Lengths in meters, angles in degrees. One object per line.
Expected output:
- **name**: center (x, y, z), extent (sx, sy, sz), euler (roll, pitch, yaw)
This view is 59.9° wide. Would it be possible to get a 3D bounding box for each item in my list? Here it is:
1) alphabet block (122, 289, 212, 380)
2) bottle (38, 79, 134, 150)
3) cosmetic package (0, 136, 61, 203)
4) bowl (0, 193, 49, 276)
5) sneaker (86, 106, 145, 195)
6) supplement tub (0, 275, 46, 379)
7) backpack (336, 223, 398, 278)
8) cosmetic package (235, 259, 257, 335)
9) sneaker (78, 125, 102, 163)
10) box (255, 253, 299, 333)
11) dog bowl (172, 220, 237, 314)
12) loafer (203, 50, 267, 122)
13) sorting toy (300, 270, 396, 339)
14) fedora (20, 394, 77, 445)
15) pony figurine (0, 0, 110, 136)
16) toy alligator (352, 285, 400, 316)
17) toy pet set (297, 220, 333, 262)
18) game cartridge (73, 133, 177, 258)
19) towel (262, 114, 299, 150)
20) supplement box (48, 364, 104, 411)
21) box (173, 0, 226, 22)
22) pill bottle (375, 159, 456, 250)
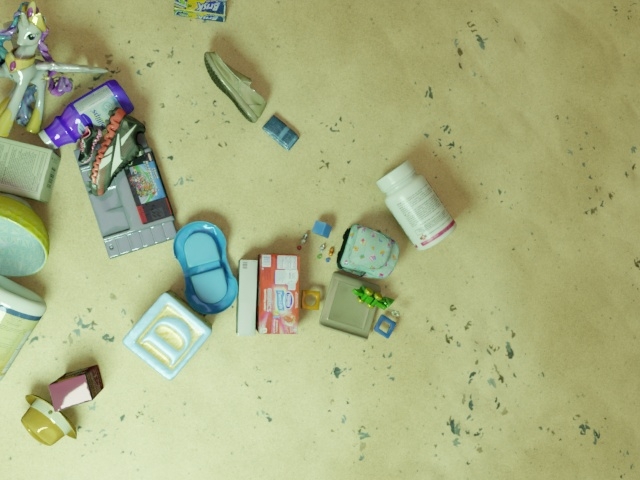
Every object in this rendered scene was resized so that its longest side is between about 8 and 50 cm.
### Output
- **alphabet block**: center (-0.457, 0.281, 1.687), extent (0.192, 0.197, 0.193), euler (43, 80, -7)
- **bottle**: center (-0.720, -0.378, 1.706), extent (0.282, 0.118, 0.092), euler (-36, 62, -12)
- **cosmetic package**: center (-0.962, -0.225, 1.652), extent (0.309, 0.113, 0.160), euler (14, 84, -10)
- **bowl**: center (-0.918, -0.042, 1.606), extent (0.289, 0.289, 0.156), euler (11, 48, -11)
- **sneaker**: center (-0.609, -0.254, 1.676), extent (0.135, 0.097, 0.276), euler (21, 86, -16)
- **supplement tub**: center (-0.959, 0.267, 1.568), extent (0.228, 0.228, 0.316), euler (31, 81, -9)
- **backpack**: center (0.167, 0.043, 1.858), extent (0.188, 0.144, 0.166), euler (20, 78, -13)
- **cosmetic package**: center (-0.237, 0.182, 1.789), extent (0.060, 0.099, 0.239), euler (2, 87, -14)
- **sneaker**: center (-0.709, -0.291, 1.676), extent (0.047, 0.057, 0.119), euler (20, 86, 30)
- **box**: center (-0.139, 0.171, 1.795), extent (0.128, 0.122, 0.257), euler (1, 87, -11)
- **dog bowl**: center (-0.368, 0.088, 1.778), extent (0.165, 0.074, 0.297), euler (-15, 90, -12)
- **loafer**: center (-0.276, -0.512, 1.820), extent (0.092, 0.102, 0.268), euler (-42, 105, -12)
- **sorting toy**: center (0.096, 0.221, 1.882), extent (0.347, 0.047, 0.196), euler (19, 77, -13)
- **fedora**: center (-0.799, 0.531, 1.609), extent (0.194, 0.194, 0.079), euler (44, 50, -6)
- **pony figurine**: center (-0.825, -0.493, 1.608), extent (0.302, 0.351, 0.364), euler (26, 101, -6)
- **toy alligator**: center (0.186, 0.197, 1.863), extent (0.189, 0.051, 0.056), euler (29, 121, -17)
- **toy pet set**: center (0.000, 0.000, 1.863), extent (0.122, 0.065, 0.114), euler (23, 83, -10)
- **game cartridge**: center (-0.606, -0.145, 1.750), extent (0.230, 0.068, 0.355), euler (-19, 91, -8)
- **towel**: center (-0.133, -0.363, 1.872), extent (0.119, 0.029, 0.067), euler (39, 80, -7)
- **supplement box**: center (-0.712, 0.429, 1.630), extent (0.104, 0.188, 0.081), euler (-15, 89, -12)
- **box**: center (-0.394, -0.766, 1.826), extent (0.168, 0.054, 0.059), euler (4, 86, -11)
- **pill bottle**: center (0.321, -0.121, 1.887), extent (0.160, 0.160, 0.283), euler (-36, 95, -11)
